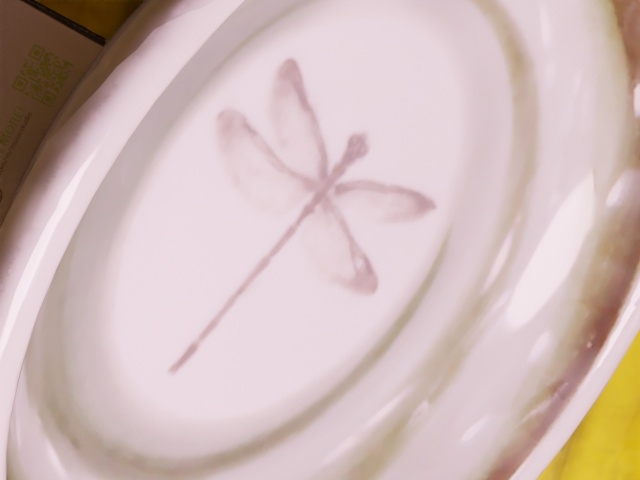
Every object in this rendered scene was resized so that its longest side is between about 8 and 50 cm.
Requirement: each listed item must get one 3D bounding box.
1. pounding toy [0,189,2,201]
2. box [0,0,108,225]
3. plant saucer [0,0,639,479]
[{"bbox_3d":[-0.205,0.010,0.675,0.181,0.094,0.206,-34,128,-23],"label":"pounding toy"},{"bbox_3d":[-0.263,-0.045,0.708,0.322,0.058,0.232,29,89,-34],"label":"box"},{"bbox_3d":[0.000,0.000,0.801,0.400,0.100,0.400,-30,138,-31],"label":"plant saucer"}]
